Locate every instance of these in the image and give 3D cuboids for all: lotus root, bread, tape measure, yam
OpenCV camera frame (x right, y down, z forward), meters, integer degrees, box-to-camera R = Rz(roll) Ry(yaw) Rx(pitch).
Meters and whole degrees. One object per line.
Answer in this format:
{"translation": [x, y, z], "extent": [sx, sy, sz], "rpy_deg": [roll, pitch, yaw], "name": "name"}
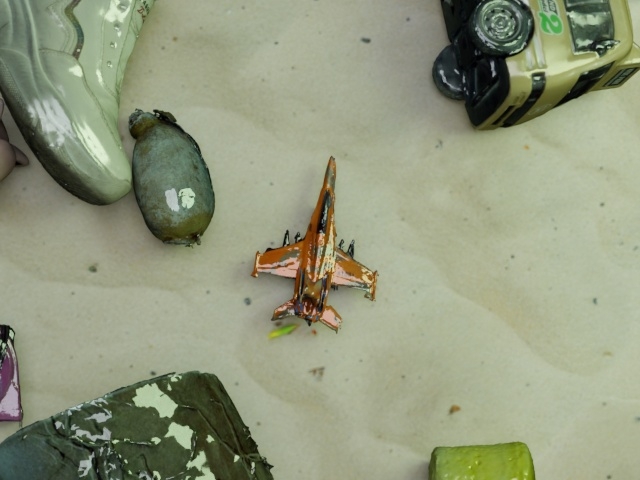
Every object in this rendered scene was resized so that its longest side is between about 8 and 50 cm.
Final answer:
{"translation": [-0.159, -0.069, 1.615], "extent": [0.088, 0.088, 0.165], "rpy_deg": [-13, 71, -7], "name": "lotus root"}
{"translation": [0.168, 0.269, 1.572], "extent": [0.114, 0.111, 0.129], "rpy_deg": [2, 75, 3], "name": "bread"}
{"translation": [-0.365, 0.139, 1.560], "extent": [0.118, 0.074, 0.125], "rpy_deg": [-2, 85, -11], "name": "tape measure"}
{"translation": [-0.140, 0.299, 1.473], "extent": [0.241, 0.241, 0.348], "rpy_deg": [-30, 88, -10], "name": "yam"}

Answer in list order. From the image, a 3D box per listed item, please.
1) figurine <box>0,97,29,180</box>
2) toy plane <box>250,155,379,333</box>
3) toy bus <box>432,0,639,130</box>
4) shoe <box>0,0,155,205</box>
{"translation": [-0.379, -0.098, 1.574], "extent": [0.138, 0.125, 0.125], "rpy_deg": [-8, 80, -2], "name": "figurine"}
{"translation": [-0.001, 0.004, 1.630], "extent": [0.135, 0.062, 0.188], "rpy_deg": [9, 65, -3], "name": "toy plane"}
{"translation": [0.211, -0.313, 1.644], "extent": [0.201, 0.177, 0.365], "rpy_deg": [-8, 79, -13], "name": "toy bus"}
{"translation": [-0.247, -0.212, 1.600], "extent": [0.210, 0.132, 0.342], "rpy_deg": [-28, 77, -10], "name": "shoe"}
